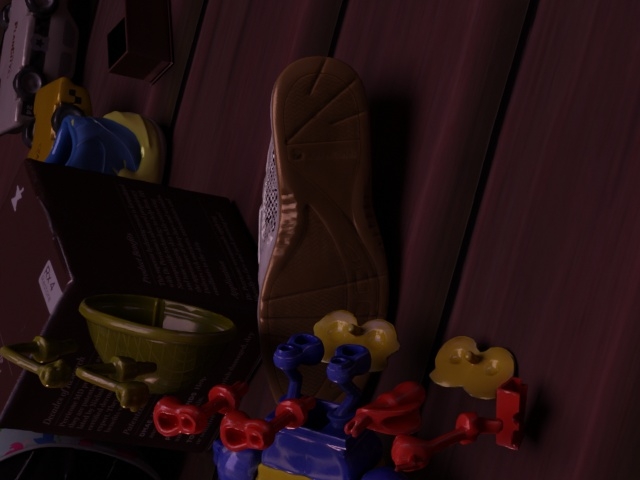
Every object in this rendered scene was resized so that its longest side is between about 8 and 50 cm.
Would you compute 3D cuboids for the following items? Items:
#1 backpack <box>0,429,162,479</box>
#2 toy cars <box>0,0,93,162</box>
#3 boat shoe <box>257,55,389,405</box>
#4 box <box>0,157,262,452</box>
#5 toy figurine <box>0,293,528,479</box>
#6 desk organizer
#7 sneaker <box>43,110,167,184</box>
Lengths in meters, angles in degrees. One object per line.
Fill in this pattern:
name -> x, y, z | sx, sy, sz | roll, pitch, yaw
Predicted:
backpack -> -0.273, 0.228, 1.599 | 0.253, 0.225, 0.191 | -46, 43, 27
toy cars -> -0.273, -0.131, 1.844 | 0.176, 0.087, 0.394 | -59, 33, 33
boat shoe -> 0.000, 0.000, 1.373 | 0.096, 0.098, 0.277 | 176, 96, -84
box -> -0.172, 0.058, 1.508 | 0.167, 0.203, 0.168 | -60, 36, 28
toy figurine -> -0.039, 0.178, 1.249 | 0.362, 0.191, 0.217 | 10, 114, 28
desk organizer -> -0.181, -0.225, 1.753 | 0.047, 0.050, 0.130 | -36, 52, 48
sneaker -> -0.223, -0.010, 1.681 | 0.091, 0.126, 0.240 | -11, 71, 56
